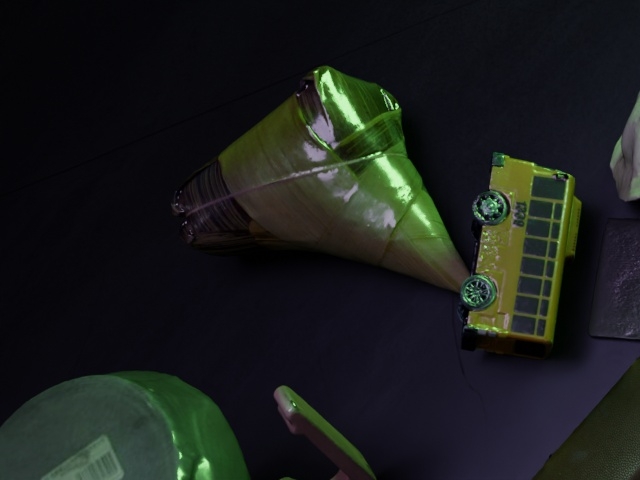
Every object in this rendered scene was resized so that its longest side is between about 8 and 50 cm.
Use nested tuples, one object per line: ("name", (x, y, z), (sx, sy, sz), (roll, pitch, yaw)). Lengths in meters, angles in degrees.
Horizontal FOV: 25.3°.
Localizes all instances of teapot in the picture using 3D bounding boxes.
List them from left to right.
("teapot", (-0.137, 0.301, 1.462), (0.376, 0.361, 0.305), (-36, 51, 2))

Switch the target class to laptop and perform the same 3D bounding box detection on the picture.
("laptop", (0.374, 0.043, 1.459), (0.197, 0.016, 0.135), (4, 73, 35))

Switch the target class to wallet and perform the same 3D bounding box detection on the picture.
("wallet", (0.290, 0.212, 1.396), (0.198, 0.031, 0.110), (-53, 40, 18))

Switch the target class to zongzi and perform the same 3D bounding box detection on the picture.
("zongzi", (0.000, 0.000, 1.650), (0.289, 0.154, 0.317), (-37, 70, 27))

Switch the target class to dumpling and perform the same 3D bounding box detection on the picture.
("dumpling", (0.368, -0.115, 1.487), (0.150, 0.092, 0.176), (6, 79, 49))

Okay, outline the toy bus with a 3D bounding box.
("toy bus", (0.210, 0.017, 1.508), (0.114, 0.098, 0.201), (9, 74, 7))
